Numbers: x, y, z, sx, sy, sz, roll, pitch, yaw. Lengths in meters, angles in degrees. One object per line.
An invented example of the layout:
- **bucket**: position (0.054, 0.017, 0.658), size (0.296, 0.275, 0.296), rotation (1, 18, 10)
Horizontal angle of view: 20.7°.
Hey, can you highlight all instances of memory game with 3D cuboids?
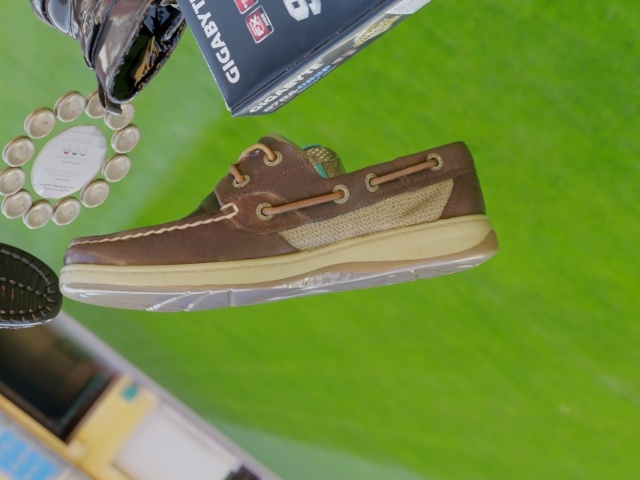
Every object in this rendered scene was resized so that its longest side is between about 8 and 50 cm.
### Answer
- **memory game**: position (-0.275, -0.089, 1.912), size (0.012, 0.186, 0.186), rotation (43, 175, 32)

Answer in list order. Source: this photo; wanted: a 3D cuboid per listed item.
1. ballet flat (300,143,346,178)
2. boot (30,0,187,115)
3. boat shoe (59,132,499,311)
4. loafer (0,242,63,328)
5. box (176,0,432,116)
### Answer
- **ballet flat**: position (0.000, 0.000, 1.552), size (0.206, 0.073, 0.067), rotation (81, 164, -56)
- **boot**: position (-0.169, -0.265, 1.646), size (0.091, 0.263, 0.229), rotation (17, -166, -35)
- **boat shoe**: position (-0.034, -0.020, 1.334), size (0.123, 0.342, 0.123), rotation (144, 117, -74)
- **loafer**: position (-0.359, 0.042, 1.704), size (0.220, 0.080, 0.078), rotation (10, 163, -3)
- **box**: position (-0.027, -0.214, 1.086), size (0.051, 0.175, 0.220), rotation (-7, -111, -57)
